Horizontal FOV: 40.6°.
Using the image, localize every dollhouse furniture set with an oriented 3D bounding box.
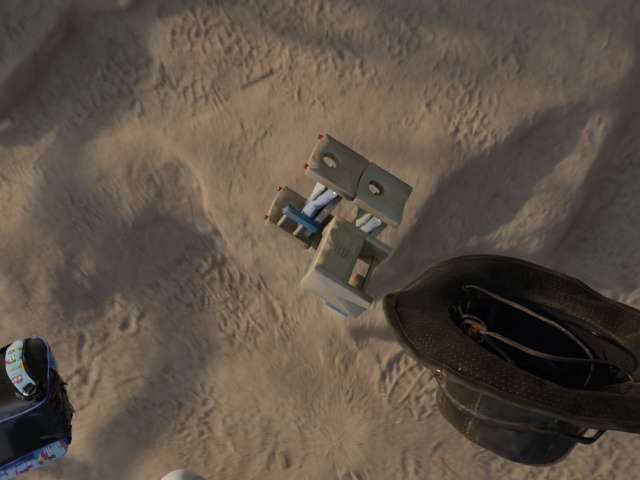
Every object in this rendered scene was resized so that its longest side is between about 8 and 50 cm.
[{"bbox_3d":[0.000,0.000,0.998,0.129,0.129,0.184,31,50,-9],"label":"dollhouse furniture set"}]

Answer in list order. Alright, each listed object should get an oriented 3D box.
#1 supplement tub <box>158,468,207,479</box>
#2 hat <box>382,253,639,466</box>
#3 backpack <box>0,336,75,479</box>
[{"bbox_3d":[-0.228,0.420,1.038,0.272,0.191,0.191,-32,78,-1],"label":"supplement tub"},{"bbox_3d":[0.210,0.137,0.855,0.331,0.331,0.134,11,111,4],"label":"hat"},{"bbox_3d":[-0.417,0.219,1.173,0.158,0.117,0.173,-26,33,-3],"label":"backpack"}]
